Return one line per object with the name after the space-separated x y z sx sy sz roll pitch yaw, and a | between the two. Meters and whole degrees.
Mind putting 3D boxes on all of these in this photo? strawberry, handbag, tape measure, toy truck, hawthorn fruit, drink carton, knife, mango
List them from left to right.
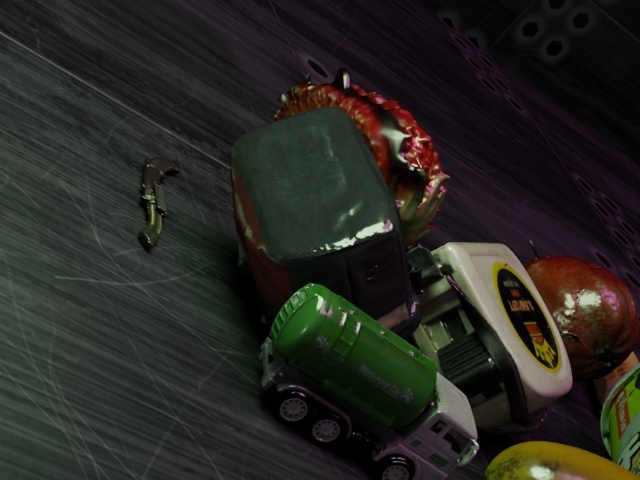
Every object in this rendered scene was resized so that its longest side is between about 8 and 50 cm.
-0.178 -0.050 1.541 0.045 0.021 0.222 41 18 -16 | knife
0.000 0.000 1.522 0.254 0.181 0.181 -116 -172 -48 | handbag
0.055 -0.100 1.766 0.137 0.233 0.306 -3 41 -27 | strawberry
0.046 0.145 1.417 0.242 0.125 0.101 36 19 -22 | toy truck
0.186 0.123 1.688 0.271 0.133 0.231 7 56 -65 | tape measure
0.349 0.093 2.047 0.181 0.181 0.235 26 30 -41 | hawthorn fruit
0.304 0.322 1.473 0.317 0.173 0.211 38 -2 6 | mango
0.448 0.231 2.102 0.074 0.084 0.200 62 12 -20 | drink carton

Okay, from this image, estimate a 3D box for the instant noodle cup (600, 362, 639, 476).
0.497 0.304 1.809 0.294 0.294 0.308 41 26 -6 | instant noodle cup
